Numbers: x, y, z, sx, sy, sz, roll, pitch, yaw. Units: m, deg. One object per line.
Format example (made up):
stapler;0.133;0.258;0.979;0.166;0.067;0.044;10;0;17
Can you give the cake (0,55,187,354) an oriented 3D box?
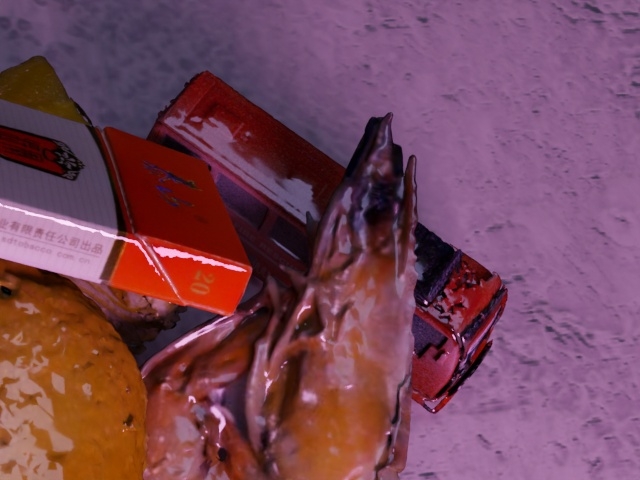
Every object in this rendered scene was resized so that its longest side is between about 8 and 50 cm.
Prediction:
cake;-0.141;-0.023;1.013;0.185;0.080;0.116;27;43;7

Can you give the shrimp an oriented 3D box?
shrimp;-0.029;0.079;0.934;0.164;0.062;0.317;14;84;1

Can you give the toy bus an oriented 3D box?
toy bus;0.000;0.000;1.023;0.235;0.096;0.073;35;59;4

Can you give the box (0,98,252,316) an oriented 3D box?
box;-0.161;-0.034;0.883;0.245;0.035;0.139;16;21;-21

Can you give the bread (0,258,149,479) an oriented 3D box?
bread;-0.200;0.112;0.862;0.240;0.139;0.240;5;63;-10
